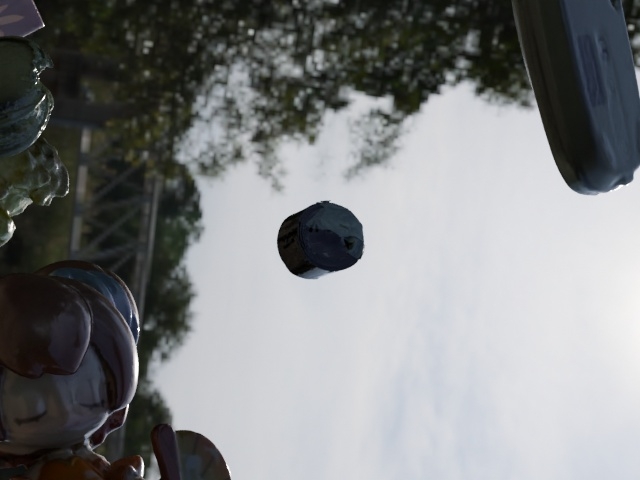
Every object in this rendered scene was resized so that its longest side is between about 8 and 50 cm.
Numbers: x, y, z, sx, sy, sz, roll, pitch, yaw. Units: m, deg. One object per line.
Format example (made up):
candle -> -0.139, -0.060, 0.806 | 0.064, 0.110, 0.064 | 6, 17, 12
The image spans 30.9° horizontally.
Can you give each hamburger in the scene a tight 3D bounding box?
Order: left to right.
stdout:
hamburger -> -0.305, -0.125, 1.034 | 0.140, 0.133, 0.062 | -77, 165, -49

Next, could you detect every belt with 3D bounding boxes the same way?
belt -> 0.000, 0.000, 1.655 | 0.058, 0.140, 0.105 | -21, -102, 48

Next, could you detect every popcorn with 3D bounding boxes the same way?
popcorn -> -0.541, -0.118, 1.812 | 0.293, 0.237, 0.293 | 56, -2, 3

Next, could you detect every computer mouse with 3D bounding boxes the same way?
computer mouse -> 0.291, -0.215, 1.347 | 0.095, 0.197, 0.331 | -10, -88, 43

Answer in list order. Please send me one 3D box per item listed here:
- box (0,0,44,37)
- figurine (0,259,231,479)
box -> -0.436, -0.404, 1.104 | 0.345, 0.122, 0.385 | 58, -8, 20
figurine -> -0.235, 0.193, 1.022 | 0.248, 0.276, 0.388 | -34, -111, 51
